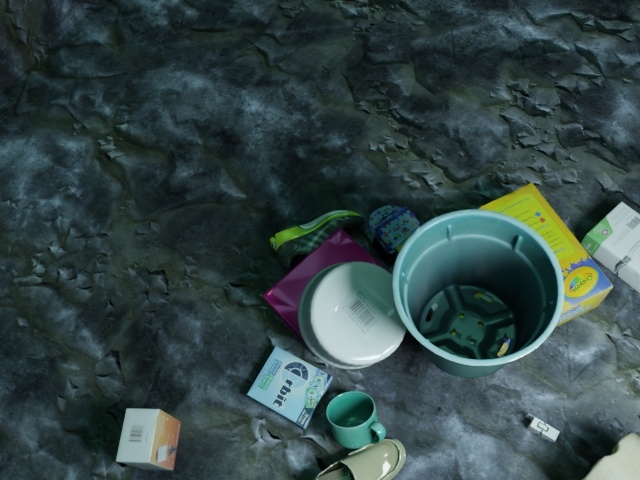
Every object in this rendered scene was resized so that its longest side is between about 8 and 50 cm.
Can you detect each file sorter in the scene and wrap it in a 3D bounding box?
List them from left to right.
[{"bbox_3d":[0.026,0.158,1.599,0.290,0.182,0.202,-41,67,-14],"label":"file sorter"}]

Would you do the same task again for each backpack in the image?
[{"bbox_3d":[0.218,-0.038,1.720,0.158,0.117,0.173,-29,60,-10],"label":"backpack"}]

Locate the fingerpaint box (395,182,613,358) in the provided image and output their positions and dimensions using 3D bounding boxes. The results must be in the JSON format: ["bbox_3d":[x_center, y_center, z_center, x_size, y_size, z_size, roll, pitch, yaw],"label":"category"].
[{"bbox_3d":[0.491,0.103,1.586,0.444,0.163,0.371,-26,62,-5],"label":"fingerpaint box"}]

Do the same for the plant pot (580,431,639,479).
[{"bbox_3d":[0.739,0.605,1.232,0.333,0.334,0.305,-37,54,-13],"label":"plant pot"}]

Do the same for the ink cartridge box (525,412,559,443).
[{"bbox_3d":[0.560,0.480,1.446,0.083,0.048,0.028,30,69,21],"label":"ink cartridge box"}]

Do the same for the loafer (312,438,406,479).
[{"bbox_3d":[0.095,0.583,1.419,0.268,0.092,0.102,-27,63,-8],"label":"loafer"}]

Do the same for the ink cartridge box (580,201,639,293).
[{"bbox_3d":[0.892,0.021,1.624,0.160,0.093,0.219,-38,65,-13],"label":"ink cartridge box"}]

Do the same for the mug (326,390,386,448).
[{"bbox_3d":[0.089,0.476,1.451,0.129,0.097,0.158,-16,27,-5],"label":"mug"}]

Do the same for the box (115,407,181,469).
[{"bbox_3d":[-0.441,0.518,1.469,0.090,0.170,0.130,-1,62,7],"label":"box"}]

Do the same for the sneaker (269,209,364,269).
[{"bbox_3d":[0.000,0.000,1.742,0.299,0.111,0.121,-22,72,1],"label":"sneaker"}]

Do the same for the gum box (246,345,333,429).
[{"bbox_3d":[-0.083,0.404,1.562,0.184,0.041,0.157,25,68,17],"label":"gum box"}]

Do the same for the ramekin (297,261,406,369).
[{"bbox_3d":[0.087,0.183,1.413,0.277,0.135,0.277,2,80,-8],"label":"ramekin"}]

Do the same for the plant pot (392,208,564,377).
[{"bbox_3d":[0.346,0.158,1.299,0.340,0.334,0.341,-5,63,9],"label":"plant pot"}]
